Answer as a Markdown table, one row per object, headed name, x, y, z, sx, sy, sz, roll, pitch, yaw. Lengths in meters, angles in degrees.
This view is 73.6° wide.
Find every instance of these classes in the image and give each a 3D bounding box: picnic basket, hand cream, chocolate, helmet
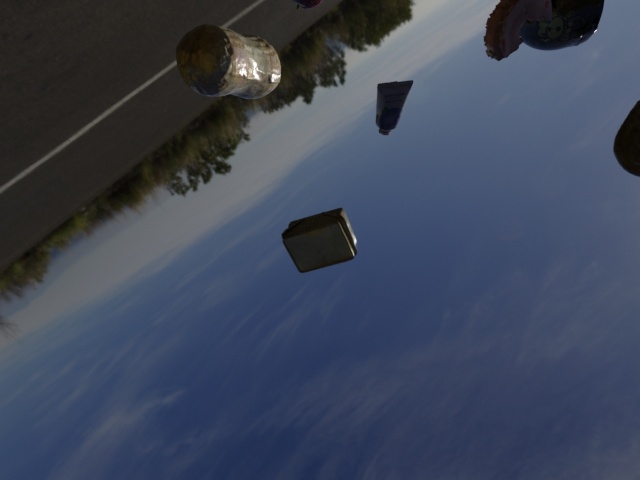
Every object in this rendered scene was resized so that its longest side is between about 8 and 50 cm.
| name | x | y | z | sx | sy | sz | roll | pitch | yaw |
| --- | --- | --- | --- | --- | --- | --- | --- | --- | --- |
| picnic basket | 0.000 | 0.000 | 1.038 | 0.164 | 0.115 | 0.079 | -15 | -150 | 18 |
| hand cream | 0.160 | -0.303 | 0.985 | 0.084 | 0.053 | 0.142 | -11 | 150 | -10 |
| chocolate | -0.168 | -0.350 | 0.856 | 0.134 | 0.134 | 0.309 | -29 | -173 | 22 |
| helmet | 0.551 | -0.595 | 1.060 | 0.161 | 0.278 | 0.230 | -23 | 158 | 1 |

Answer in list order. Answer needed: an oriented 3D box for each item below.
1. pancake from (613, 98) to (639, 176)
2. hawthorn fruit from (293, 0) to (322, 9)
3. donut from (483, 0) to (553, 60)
| name | x | y | z | sx | sy | sz | roll | pitch | yaw |
| --- | --- | --- | --- | --- | --- | --- | --- | --- | --- |
| pancake | 0.834 | -0.265 | 1.039 | 0.050 | 0.241 | 0.242 | -3 | -179 | -28 |
| hawthorn fruit | -0.036 | -0.746 | 1.234 | 0.148 | 0.148 | 0.172 | -49 | -179 | -34 |
| donut | 0.412 | -0.474 | 0.909 | 0.166 | 0.117 | 0.065 | -41 | -140 | -2 |
